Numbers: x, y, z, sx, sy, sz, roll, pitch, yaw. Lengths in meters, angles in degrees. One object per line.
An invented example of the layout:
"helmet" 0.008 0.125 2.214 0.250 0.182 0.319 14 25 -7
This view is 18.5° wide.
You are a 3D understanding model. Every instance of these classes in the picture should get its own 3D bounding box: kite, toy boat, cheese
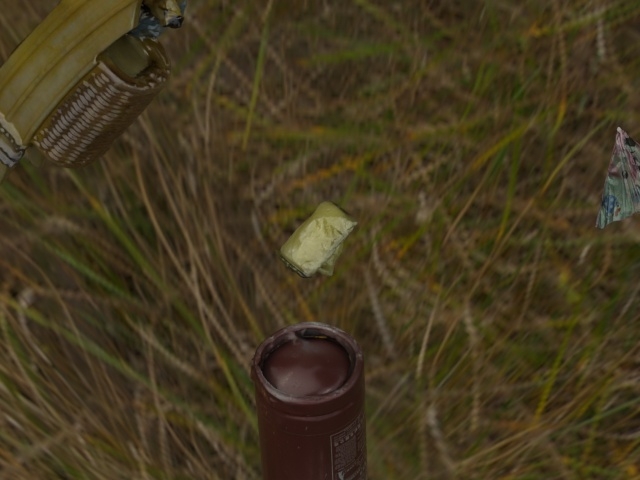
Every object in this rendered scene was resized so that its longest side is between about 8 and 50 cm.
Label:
"kite" 0.290 -0.029 1.768 0.011 0.139 0.156 -13 85 -32
"toy boat" -0.202 -0.144 1.719 0.115 0.310 0.089 54 41 3
"cheese" -0.001 -0.001 1.489 0.041 0.084 0.060 38 92 8

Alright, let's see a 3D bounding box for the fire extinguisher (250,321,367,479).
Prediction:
"fire extinguisher" -0.009 0.199 1.701 0.105 0.269 0.105 -1 43 1
